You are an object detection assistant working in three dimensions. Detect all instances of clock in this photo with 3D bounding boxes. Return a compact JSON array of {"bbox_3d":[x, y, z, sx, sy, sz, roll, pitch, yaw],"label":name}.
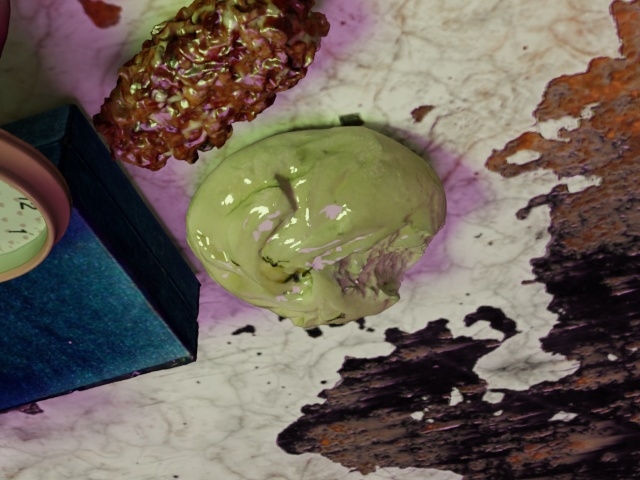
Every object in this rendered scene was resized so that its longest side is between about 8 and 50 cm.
[{"bbox_3d":[-0.312,-0.035,0.942,0.244,0.056,0.244,0,151,0],"label":"clock"}]

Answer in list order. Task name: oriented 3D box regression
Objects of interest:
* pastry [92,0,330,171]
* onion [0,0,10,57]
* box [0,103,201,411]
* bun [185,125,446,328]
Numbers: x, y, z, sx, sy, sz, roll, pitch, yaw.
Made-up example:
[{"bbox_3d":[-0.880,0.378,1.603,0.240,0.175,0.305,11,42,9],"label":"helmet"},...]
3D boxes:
[{"bbox_3d":[-0.089,-0.138,0.987,0.208,0.097,0.115,-35,122,30],"label":"pastry"},{"bbox_3d":[-0.329,-0.184,0.872,0.207,0.201,0.200,3,141,22],"label":"onion"},{"bbox_3d":[-0.290,0.031,1.150,0.279,0.116,0.261,-15,135,15],"label":"box"},{"bbox_3d":[0.000,0.000,1.129,0.237,0.116,0.210,-12,138,12],"label":"bun"}]
